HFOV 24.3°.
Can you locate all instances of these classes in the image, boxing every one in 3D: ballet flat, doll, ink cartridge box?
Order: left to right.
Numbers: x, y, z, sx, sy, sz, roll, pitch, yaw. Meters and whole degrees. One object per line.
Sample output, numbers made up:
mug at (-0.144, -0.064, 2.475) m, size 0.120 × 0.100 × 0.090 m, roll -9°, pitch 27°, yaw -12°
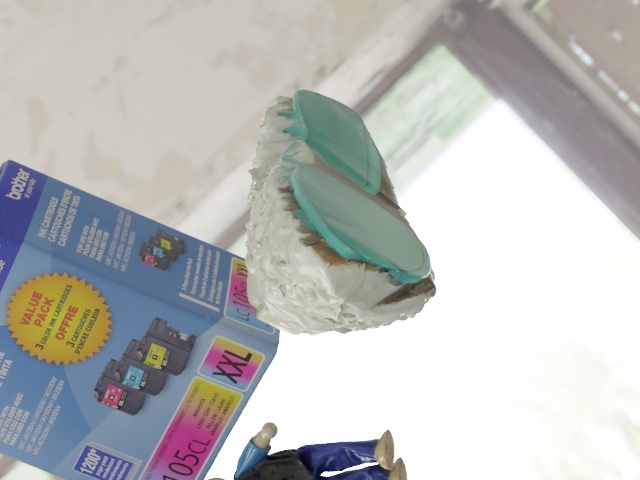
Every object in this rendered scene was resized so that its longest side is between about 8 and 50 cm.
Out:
ink cartridge box at (-0.270, 0.099, 1.579) m, size 0.151 × 0.395 × 0.270 m, roll -85°, pitch 22°, yaw -62°
doll at (-0.023, 0.211, 1.326) m, size 0.189 × 0.129 × 0.046 m, roll -14°, pitch 35°, yaw 15°
ballet flat at (0.000, 0.000, 1.146) m, size 0.147 × 0.147 × 0.409 m, roll -45°, pitch 15°, yaw 13°
